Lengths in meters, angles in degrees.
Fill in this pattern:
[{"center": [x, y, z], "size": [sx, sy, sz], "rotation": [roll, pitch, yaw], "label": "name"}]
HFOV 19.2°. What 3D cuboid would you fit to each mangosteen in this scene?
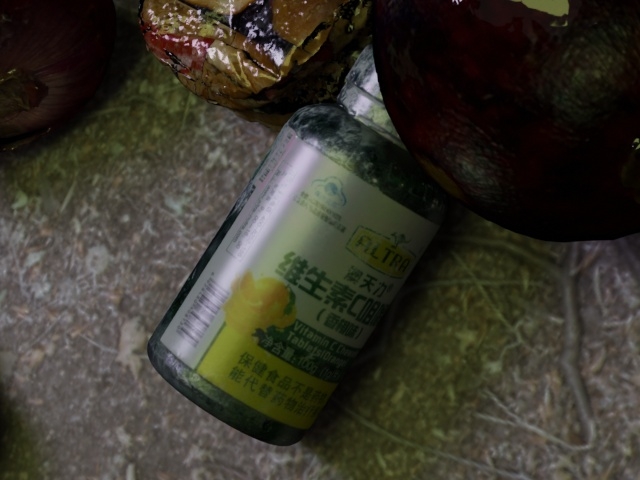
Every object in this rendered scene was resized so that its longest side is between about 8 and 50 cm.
[{"center": [0.172, -0.167, 1.276], "size": [0.306, 0.306, 0.359], "rotation": [-42, 48, 15], "label": "mangosteen"}]

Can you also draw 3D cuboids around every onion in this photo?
[{"center": [-0.296, -0.173, 1.595], "size": [0.248, 0.248, 0.161], "rotation": [-33, 74, 19], "label": "onion"}]

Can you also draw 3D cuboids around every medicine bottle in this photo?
[{"center": [0.000, 0.000, 1.420], "size": [0.141, 0.141, 0.293], "rotation": [35, 95, 34], "label": "medicine bottle"}]

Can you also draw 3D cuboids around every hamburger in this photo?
[{"center": [-0.033, -0.204, 1.525], "size": [0.231, 0.107, 0.231], "rotation": [-13, 65, 30], "label": "hamburger"}]
